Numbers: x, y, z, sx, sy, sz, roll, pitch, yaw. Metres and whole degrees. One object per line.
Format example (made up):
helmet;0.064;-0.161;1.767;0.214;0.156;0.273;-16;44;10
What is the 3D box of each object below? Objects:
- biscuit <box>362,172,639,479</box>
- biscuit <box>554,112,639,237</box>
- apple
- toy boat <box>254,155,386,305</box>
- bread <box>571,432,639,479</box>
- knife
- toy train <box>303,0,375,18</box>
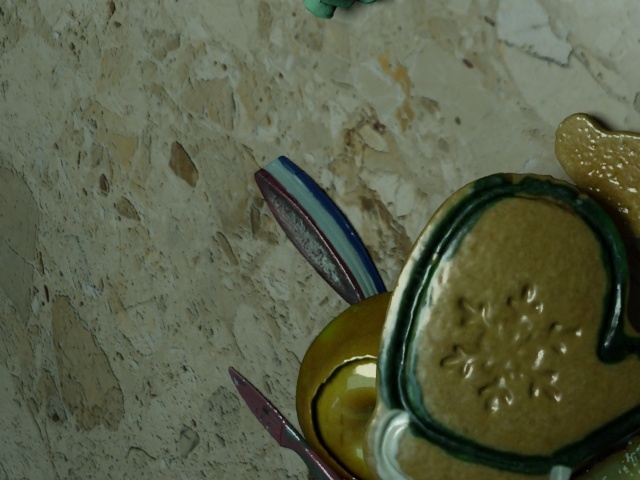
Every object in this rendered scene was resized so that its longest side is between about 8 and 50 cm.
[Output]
biscuit;0.198;0.113;1.113;0.287;0.057;0.343;17;93;0
biscuit;0.333;-0.048;1.103;0.240;0.035;0.158;9;111;36
apple;0.088;0.169;1.242;0.237;0.207;0.237;12;112;33
toy boat;0.000;0.000;1.371;0.229;0.046;0.080;53;124;16
bread;0.297;0.260;1.189;0.084;0.080;0.109;54;130;10
knife;-0.039;0.250;1.488;0.247;0.018;0.035;45;128;23
toy train;0.031;-0.361;1.222;0.159;0.101;0.248;55;129;32
